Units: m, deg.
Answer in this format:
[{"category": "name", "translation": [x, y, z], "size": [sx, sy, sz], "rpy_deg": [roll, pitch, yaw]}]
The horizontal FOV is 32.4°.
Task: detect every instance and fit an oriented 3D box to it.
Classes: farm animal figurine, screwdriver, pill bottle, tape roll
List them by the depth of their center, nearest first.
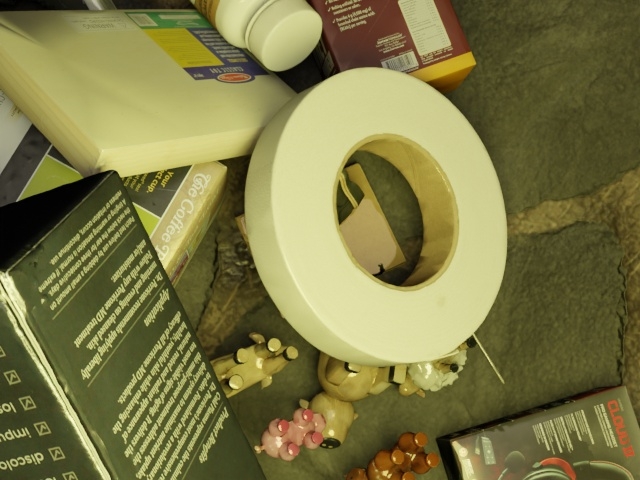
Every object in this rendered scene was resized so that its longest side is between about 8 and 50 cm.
[{"category": "tape roll", "translation": [0.082, -0.029, 1.434], "size": [0.392, 0.072, 0.391], "rpy_deg": [8, 75, -34]}, {"category": "farm animal figurine", "translation": [0.012, 0.186, 1.502], "size": [0.330, 0.172, 0.326], "rpy_deg": [36, 61, -13]}, {"category": "pill bottle", "translation": [-0.104, -0.346, 1.550], "size": [0.131, 0.131, 0.229], "rpy_deg": [-36, 63, -10]}, {"category": "screwdriver", "translation": [0.224, 0.135, 1.608], "size": [0.025, 0.024, 0.170], "rpy_deg": [-38, 93, -38]}]

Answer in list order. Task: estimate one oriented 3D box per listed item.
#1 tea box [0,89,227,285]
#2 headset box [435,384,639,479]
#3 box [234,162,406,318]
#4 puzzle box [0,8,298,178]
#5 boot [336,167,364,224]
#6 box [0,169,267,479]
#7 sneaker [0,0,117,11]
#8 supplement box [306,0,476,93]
[{"category": "tea box", "translation": [-0.339, -0.016, 1.470], "size": [0.324, 0.220, 0.329], "rpy_deg": [30, 80, 0]}, {"category": "headset box", "translation": [0.337, 0.337, 1.539], "size": [0.293, 0.110, 0.218], "rpy_deg": [-15, 83, -8]}, {"category": "box", "translation": [0.000, 0.000, 1.602], "size": [0.201, 0.021, 0.164], "rpy_deg": [-25, 85, -9]}, {"category": "puzzle box", "translation": [-0.214, -0.201, 1.423], "size": [0.272, 0.409, 0.052], "rpy_deg": [44, 123, 23]}, {"category": "boot", "translation": [-0.020, -0.046, 1.506], "size": [0.077, 0.198, 0.137], "rpy_deg": [26, 81, 38]}, {"category": "box", "translation": [-0.374, 0.238, 1.227], "size": [0.480, 0.297, 0.471], "rpy_deg": [-16, 108, 19]}, {"category": "sneaker", "translation": [-0.404, -0.354, 1.584], "size": [0.147, 0.104, 0.295], "rpy_deg": [-39, 94, 5]}, {"category": "supplement box", "translation": [0.090, -0.294, 1.601], "size": [0.191, 0.129, 0.194], "rpy_deg": [-20, 84, -8]}]
